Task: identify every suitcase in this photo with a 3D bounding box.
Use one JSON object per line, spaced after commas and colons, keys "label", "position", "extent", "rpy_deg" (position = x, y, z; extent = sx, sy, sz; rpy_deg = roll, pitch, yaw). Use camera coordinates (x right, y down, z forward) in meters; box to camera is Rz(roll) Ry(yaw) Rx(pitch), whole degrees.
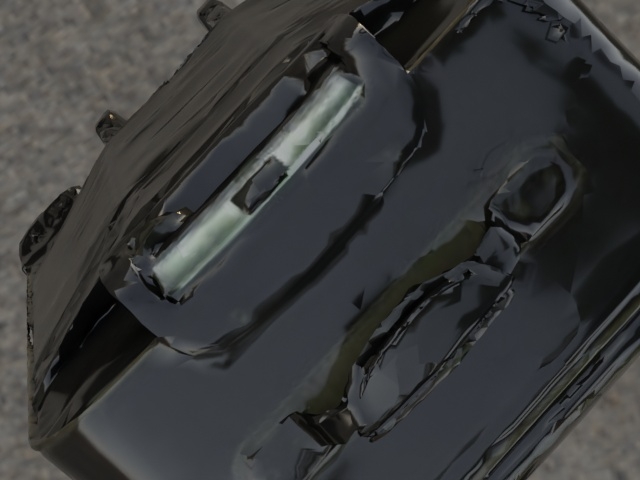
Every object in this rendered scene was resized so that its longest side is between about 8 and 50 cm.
{"label": "suitcase", "position": [0.000, 0.000, 0.746], "extent": [0.194, 0.434, 0.283], "rpy_deg": [43, 91, -13]}
